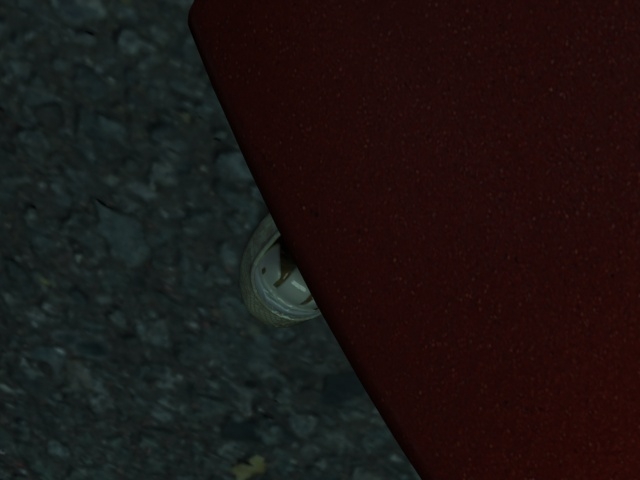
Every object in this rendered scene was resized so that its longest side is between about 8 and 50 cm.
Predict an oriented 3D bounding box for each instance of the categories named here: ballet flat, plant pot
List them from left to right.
[{"bbox_3d":[0.000,0.000,0.748,0.057,0.052,0.168,33,131,-6],"label":"ballet flat"},{"bbox_3d":[0.118,-0.080,0.511,0.236,0.267,0.267,45,132,11],"label":"plant pot"}]
